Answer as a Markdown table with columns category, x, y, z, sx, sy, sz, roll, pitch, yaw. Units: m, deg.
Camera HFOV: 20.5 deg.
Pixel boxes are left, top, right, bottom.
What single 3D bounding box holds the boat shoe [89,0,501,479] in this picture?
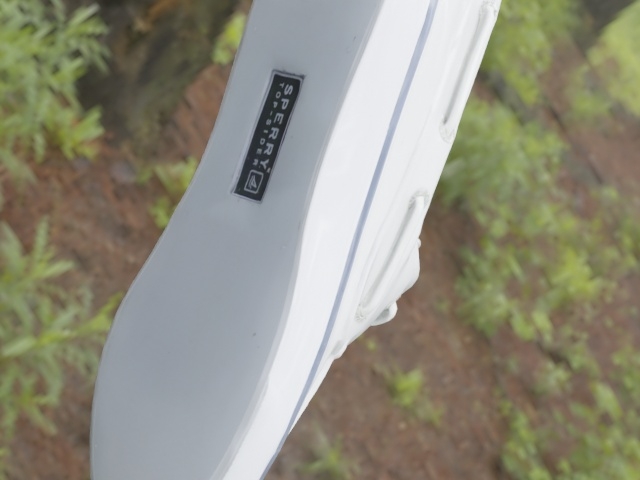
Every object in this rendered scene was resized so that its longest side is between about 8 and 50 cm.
| category | x | y | z | sx | sy | sz | roll | pitch | yaw |
| --- | --- | --- | --- | --- | --- | --- | --- | --- | --- |
| boat shoe | 0.000 | 0.000 | 0.642 | 0.084 | 0.258 | 0.095 | 18 | 9 | -43 |
